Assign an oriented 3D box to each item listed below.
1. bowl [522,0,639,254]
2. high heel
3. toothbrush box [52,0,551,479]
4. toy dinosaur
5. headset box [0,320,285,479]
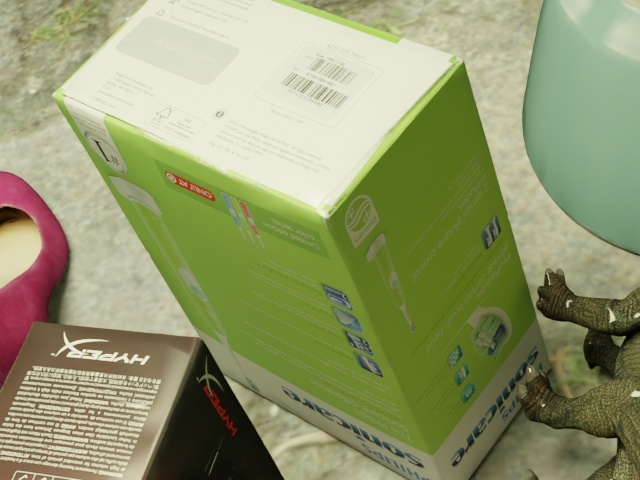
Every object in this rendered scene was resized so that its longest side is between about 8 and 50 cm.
[{"bbox_3d":[0.273,-0.152,0.966,0.311,0.163,0.311,-11,48,13],"label":"bowl"},{"bbox_3d":[-0.240,0.010,1.054,0.082,0.117,0.244,-18,48,6],"label":"high heel"},{"bbox_3d":[0.000,0.000,0.858,0.206,0.283,0.122,24,62,35],"label":"toothbrush box"},{"bbox_3d":[0.200,0.095,0.815,0.160,0.121,0.313,1,48,35],"label":"toy dinosaur"},{"bbox_3d":[-0.120,0.225,0.759,0.110,0.218,0.293,3,52,23],"label":"headset box"}]
